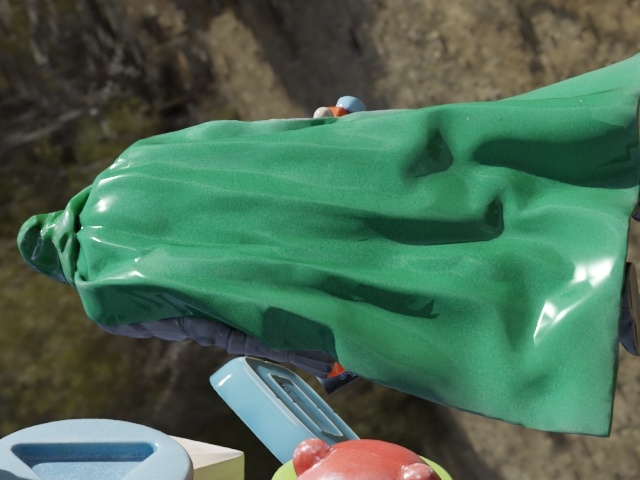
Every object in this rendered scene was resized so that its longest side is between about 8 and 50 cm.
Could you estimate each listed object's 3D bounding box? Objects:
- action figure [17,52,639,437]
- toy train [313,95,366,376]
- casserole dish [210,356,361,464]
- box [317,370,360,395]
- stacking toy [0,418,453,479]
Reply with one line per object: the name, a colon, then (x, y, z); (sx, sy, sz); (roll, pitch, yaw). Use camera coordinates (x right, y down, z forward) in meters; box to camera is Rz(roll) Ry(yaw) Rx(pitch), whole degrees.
action figure: (-0.003, 0.001, 0.566); (0.063, 0.232, 0.137); (58, -140, -52)
toy train: (0.000, 0.000, 1.029); (0.046, 0.166, 0.125); (0, 149, 33)
casserole dish: (-0.022, 0.163, 1.493); (0.114, 0.037, 0.188); (21, -164, -49)
box: (0.060, 0.027, 1.311); (0.114, 0.207, 0.036); (57, -157, -3)
stacking toy: (-0.047, 0.146, 1.027); (0.279, 0.308, 0.130); (-51, -35, -67)
